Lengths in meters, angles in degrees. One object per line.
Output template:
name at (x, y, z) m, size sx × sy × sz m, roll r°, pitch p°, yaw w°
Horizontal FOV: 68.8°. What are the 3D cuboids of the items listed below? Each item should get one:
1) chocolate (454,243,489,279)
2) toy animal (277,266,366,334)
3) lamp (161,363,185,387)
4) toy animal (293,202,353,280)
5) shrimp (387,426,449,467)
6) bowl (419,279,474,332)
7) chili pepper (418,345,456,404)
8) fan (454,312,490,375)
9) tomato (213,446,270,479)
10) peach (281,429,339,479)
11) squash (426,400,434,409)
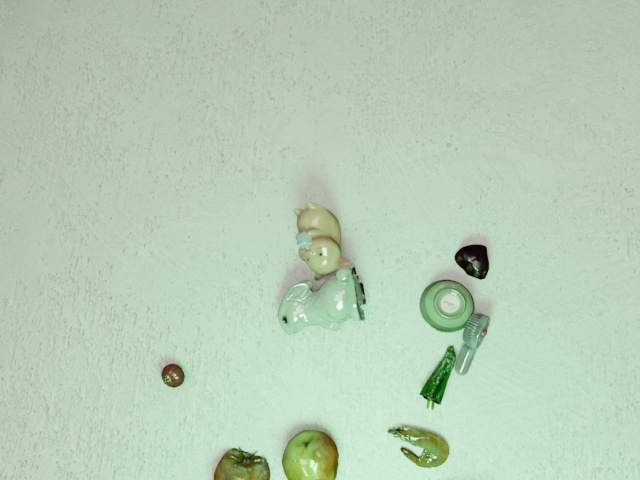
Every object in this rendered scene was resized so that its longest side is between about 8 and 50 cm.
chocolate at (0.608, 0.073, 1.817) m, size 0.125 × 0.080 × 0.149 m, roll -41°, pitch 74°, yaw -1°
toy animal at (-0.004, 0.241, 1.827) m, size 0.357 × 0.194 × 0.258 m, roll -11°, pitch 102°, yaw 14°
lamp at (-0.599, 0.550, 1.901) m, size 0.101 × 0.090 × 0.101 m, roll 11°, pitch 117°, yaw 24°
toy animal at (-0.001, 0.003, 1.857) m, size 0.195 × 0.212 × 0.256 m, roll -17°, pitch 62°, yaw 40°
shrimp at (0.357, 0.763, 1.735) m, size 0.235 × 0.053 × 0.133 m, roll 16°, pitch 101°, yaw 8°
bowl at (0.488, 0.244, 1.785) m, size 0.211 × 0.112 × 0.212 m, roll -2°, pitch 76°, yaw 8°
chili pepper at (0.451, 0.495, 1.756) m, size 0.088 × 0.059 × 0.227 m, roll 21°, pitch 67°, yaw 21°
fan at (0.564, 0.388, 1.744) m, size 0.074 × 0.130 × 0.244 m, roll 22°, pitch 97°, yaw 31°
tomato at (-0.305, 0.894, 1.754) m, size 0.213 × 0.155 × 0.181 m, roll 9°, pitch 84°, yaw 10°
peach at (-0.038, 0.825, 1.709) m, size 0.214 × 0.214 × 0.236 m, roll -2°, pitch 95°, yaw 8°
squash at (0.418, 0.594, 1.764) m, size 0.027 × 0.027 × 0.083 m, roll 6°, pitch 80°, yaw 10°
